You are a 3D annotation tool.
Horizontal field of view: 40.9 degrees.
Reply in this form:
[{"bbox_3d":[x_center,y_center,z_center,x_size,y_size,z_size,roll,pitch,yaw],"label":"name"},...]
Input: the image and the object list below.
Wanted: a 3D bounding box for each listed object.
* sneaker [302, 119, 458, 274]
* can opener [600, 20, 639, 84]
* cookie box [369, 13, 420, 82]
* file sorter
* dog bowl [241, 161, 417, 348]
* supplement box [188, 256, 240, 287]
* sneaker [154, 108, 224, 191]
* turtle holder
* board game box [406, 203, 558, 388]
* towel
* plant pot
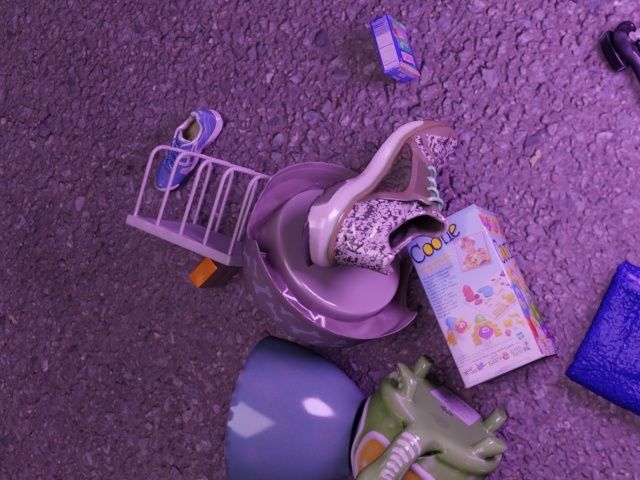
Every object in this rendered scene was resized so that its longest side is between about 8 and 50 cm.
[{"bbox_3d":[0.149,-0.058,1.457,0.182,0.410,0.158,27,139,25],"label":"sneaker"},{"bbox_3d":[0.546,-0.288,1.444,0.059,0.073,0.186,-25,75,-19],"label":"can opener"},{"bbox_3d":[0.140,-0.360,1.617,0.040,0.092,0.107,-20,78,26],"label":"cookie box"},{"bbox_3d":[-0.197,-0.067,1.673,0.278,0.193,0.173,19,96,33],"label":"file sorter"},{"bbox_3d":[0.018,0.032,1.518,0.102,0.349,0.349,-44,66,47],"label":"dog bowl"},{"bbox_3d":[-0.215,0.064,1.744,0.062,0.098,0.036,-45,72,14],"label":"supplement box"},{"bbox_3d":[-0.294,-0.195,1.815,0.080,0.081,0.211,40,104,21],"label":"sneaker"},{"bbox_3d":[0.168,0.357,1.416,0.243,0.320,0.227,32,104,-10],"label":"turtle holder"},{"bbox_3d":[0.277,0.096,1.482,0.144,0.142,0.275,-27,75,21],"label":"board game box"},{"bbox_3d":[0.575,0.190,1.368,0.308,0.076,0.227,26,96,25],"label":"towel"},{"bbox_3d":[-0.024,0.329,1.536,0.195,0.290,0.290,8,89,18],"label":"plant pot"}]
